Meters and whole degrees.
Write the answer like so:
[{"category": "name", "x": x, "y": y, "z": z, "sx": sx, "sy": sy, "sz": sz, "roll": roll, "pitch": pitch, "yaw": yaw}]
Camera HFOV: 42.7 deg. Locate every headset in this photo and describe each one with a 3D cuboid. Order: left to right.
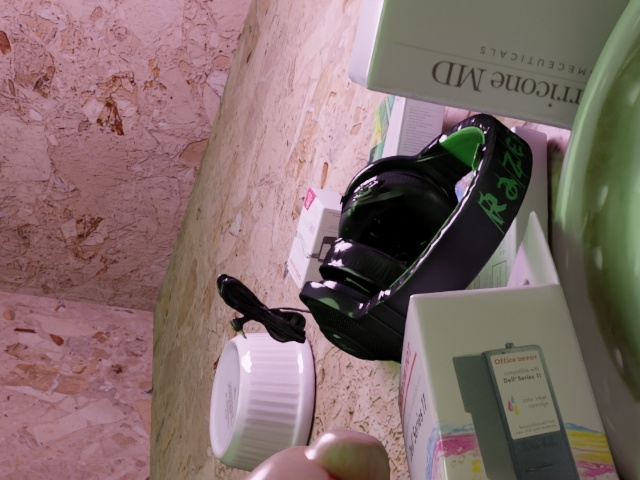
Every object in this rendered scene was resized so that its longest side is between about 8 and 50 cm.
[{"category": "headset", "x": 0.042, "y": 0.009, "z": 0.836, "sx": 0.394, "sy": 0.185, "sz": 0.243, "roll": -44, "pitch": 16, "yaw": 46}]

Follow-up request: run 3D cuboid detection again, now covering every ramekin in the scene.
[{"category": "ramekin", "x": -0.113, "y": 0.289, "z": 1.472, "sx": 0.273, "sy": 0.127, "sz": 0.273, "roll": -170, "pitch": 90, "yaw": -71}]

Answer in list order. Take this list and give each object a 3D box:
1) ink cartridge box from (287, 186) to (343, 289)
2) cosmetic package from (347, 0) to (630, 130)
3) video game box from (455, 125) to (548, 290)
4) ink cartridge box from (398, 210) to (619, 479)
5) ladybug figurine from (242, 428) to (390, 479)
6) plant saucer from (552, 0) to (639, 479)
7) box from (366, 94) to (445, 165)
[{"category": "ink cartridge box", "x": 0.000, "y": 0.000, "z": 1.388, "sx": 0.109, "sy": 0.063, "sz": 0.150, "roll": -123, "pitch": 45, "yaw": -63}, {"category": "cosmetic package", "x": 0.184, "y": -0.335, "z": 0.693, "sx": 0.161, "sy": 0.230, "sz": 0.453, "roll": -103, "pitch": 23, "yaw": -75}, {"category": "video game box", "x": 0.177, "y": 0.006, "z": 0.889, "sx": 0.187, "sy": 0.048, "sz": 0.205, "roll": 147, "pitch": 131, "yaw": -63}, {"category": "ink cartridge box", "x": 0.132, "y": 0.174, "z": 0.619, "sx": 0.207, "sy": 0.119, "sz": 0.353, "roll": 87, "pitch": 178, "yaw": -55}, {"category": "ladybug figurine", "x": -0.005, "y": 0.314, "z": 0.363, "sx": 0.305, "sy": 0.162, "sz": 0.449, "roll": 8, "pitch": -89, "yaw": -72}, {"category": "plant saucer", "x": 0.283, "y": -0.017, "z": 0.483, "sx": 0.400, "sy": 0.100, "sz": 0.400, "roll": -172, "pitch": 90, "yaw": -75}, {"category": "box", "x": 0.091, "y": -0.035, "z": 1.078, "sx": 0.232, "sy": 0.058, "sz": 0.322, "roll": 172, "pitch": 108, "yaw": -84}]
